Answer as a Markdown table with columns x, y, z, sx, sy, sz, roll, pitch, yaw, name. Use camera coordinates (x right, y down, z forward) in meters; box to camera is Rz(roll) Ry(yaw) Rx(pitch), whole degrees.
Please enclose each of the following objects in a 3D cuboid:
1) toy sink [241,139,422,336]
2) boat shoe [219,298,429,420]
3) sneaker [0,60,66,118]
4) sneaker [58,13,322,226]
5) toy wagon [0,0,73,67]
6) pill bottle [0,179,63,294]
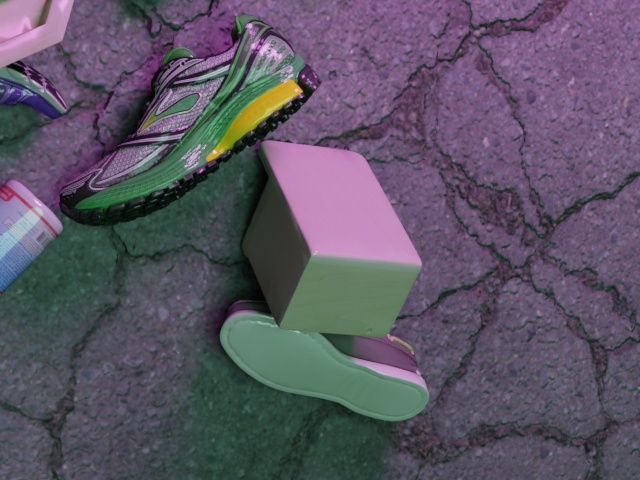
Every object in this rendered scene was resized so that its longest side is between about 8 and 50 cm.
| x | y | z | sx | sy | sz | roll | pitch | yaw | name |
| --- | --- | --- | --- | --- | --- | --- | --- | --- | --- |
| 0.000 | 0.000 | 1.994 | 0.153 | 0.234 | 0.131 | 6 | 126 | -28 | toy sink |
| 0.003 | 0.141 | 2.059 | 0.305 | 0.091 | 0.109 | 24 | 125 | -25 | boat shoe |
| -0.375 | -0.177 | 1.845 | 0.170 | 0.068 | 0.071 | 22 | 104 | -19 | sneaker |
| -0.174 | -0.138 | 1.921 | 0.343 | 0.134 | 0.146 | -37 | 88 | -12 | sneaker |
| -0.404 | -0.356 | 1.755 | 0.267 | 0.068 | 0.344 | -30 | 101 | -33 | toy wagon |
| -0.382 | 0.013 | 1.851 | 0.160 | 0.087 | 0.087 | -47 | 115 | -12 | pill bottle |
